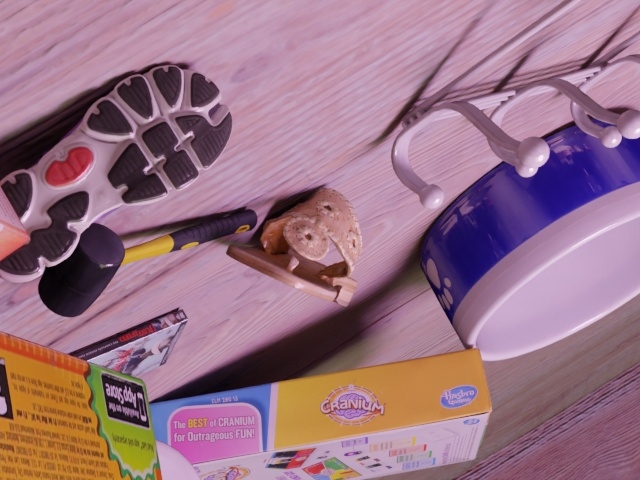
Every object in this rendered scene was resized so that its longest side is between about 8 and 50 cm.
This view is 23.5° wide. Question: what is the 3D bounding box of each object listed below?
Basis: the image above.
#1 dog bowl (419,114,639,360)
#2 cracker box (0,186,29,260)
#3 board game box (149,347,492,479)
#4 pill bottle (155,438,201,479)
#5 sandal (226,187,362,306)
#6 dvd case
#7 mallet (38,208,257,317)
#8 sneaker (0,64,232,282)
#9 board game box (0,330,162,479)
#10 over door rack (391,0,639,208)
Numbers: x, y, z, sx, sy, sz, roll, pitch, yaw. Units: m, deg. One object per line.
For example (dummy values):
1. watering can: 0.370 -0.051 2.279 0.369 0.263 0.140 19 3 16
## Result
1. dog bowl: 0.231 0.000 1.467 0.264 0.104 0.265 -25 158 -11
2. cracker box: -0.255 -0.004 0.706 0.155 0.067 0.232 -34 164 5
3. board game box: 0.001 0.191 1.519 0.316 0.064 0.242 -10 161 -2
4. pill bottle: -0.207 0.266 1.395 0.130 0.130 0.245 -20 171 -35
5. sandal: -0.006 -0.003 1.179 0.079 0.088 0.240 -65 168 -1
6. dvd case: -0.168 0.098 1.235 0.119 0.013 0.087 -23 161 -30
7. mallet: -0.105 -0.002 1.043 0.189 0.039 0.062 -23 159 -43
8. sneaker: -0.129 -0.042 0.864 0.170 0.068 0.071 -33 -166 -15
9. board game box: -0.274 0.257 0.742 0.356 0.356 0.356 -15 165 9
10. over door rack: 0.222 -0.143 1.093 0.239 0.108 0.324 -18 158 -40
